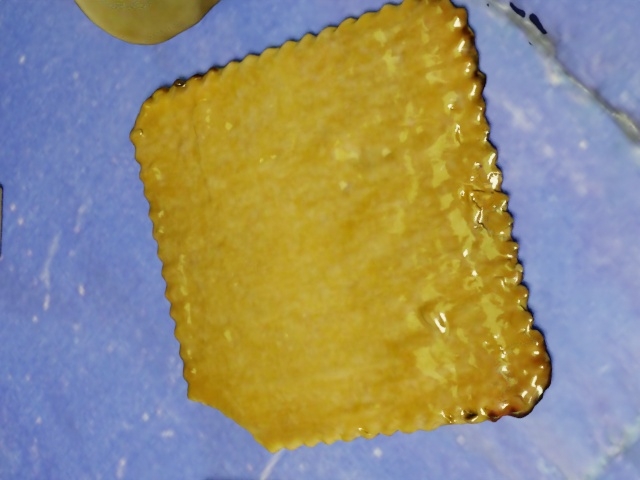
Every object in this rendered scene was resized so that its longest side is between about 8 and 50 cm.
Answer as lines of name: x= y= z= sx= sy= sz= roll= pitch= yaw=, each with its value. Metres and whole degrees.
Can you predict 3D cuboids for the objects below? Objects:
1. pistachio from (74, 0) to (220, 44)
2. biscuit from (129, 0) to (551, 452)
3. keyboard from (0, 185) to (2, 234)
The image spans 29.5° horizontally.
pistachio: x=-0.092 y=-0.200 z=0.669 sx=0.108 sy=0.126 sz=0.186 roll=2 pitch=89 yaw=62
biscuit: x=0.000 y=0.000 z=0.687 sx=0.236 sy=0.013 sz=0.232 roll=-15 pitch=86 yaw=32
keyboard: x=-0.289 y=-0.019 z=0.857 sx=0.165 sy=0.017 sz=0.055 roll=8 pitch=98 yaw=31
